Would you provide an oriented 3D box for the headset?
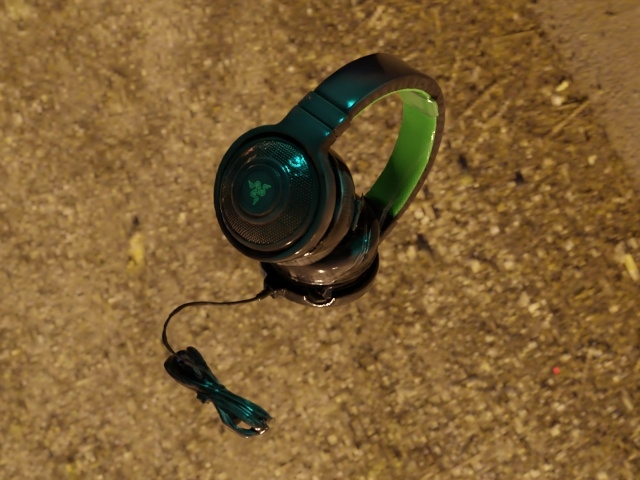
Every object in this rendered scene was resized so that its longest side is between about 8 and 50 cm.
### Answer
[{"bbox_3d":[0.000,0.000,1.095,0.185,0.394,0.243,39,172,27],"label":"headset"}]
